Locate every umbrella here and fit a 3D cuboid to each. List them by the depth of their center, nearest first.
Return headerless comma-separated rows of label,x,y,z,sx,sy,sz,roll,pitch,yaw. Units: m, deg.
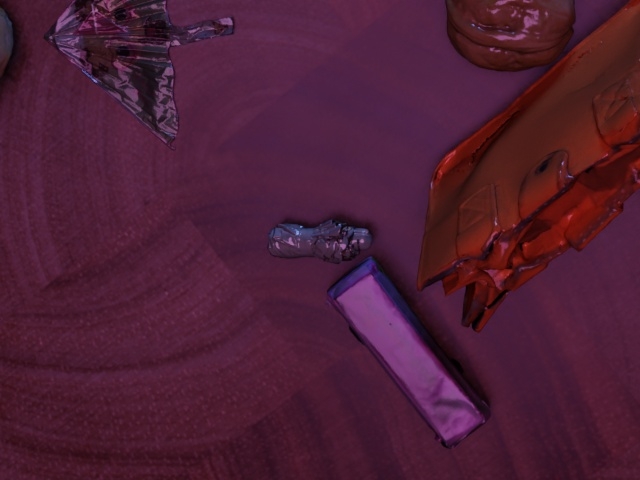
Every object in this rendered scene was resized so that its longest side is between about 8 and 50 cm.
umbrella,0.000,0.000,1.702,0.143,0.062,0.067,-2,134,18

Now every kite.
kite,-0.248,-0.282,1.716,0.267,0.013,0.323,0,99,8

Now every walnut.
walnut,0.237,-0.286,1.587,0.166,0.149,0.167,12,133,14

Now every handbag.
handbag,0.291,-0.105,1.482,0.116,0.303,0.410,40,120,-14

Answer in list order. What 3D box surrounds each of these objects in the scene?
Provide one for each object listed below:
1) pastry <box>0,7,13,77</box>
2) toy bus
pastry,-0.563,-0.256,1.685,0.256,0.170,0.237,35,99,6
toy bus,0.117,0.154,1.688,0.090,0.112,0.274,-39,92,5
